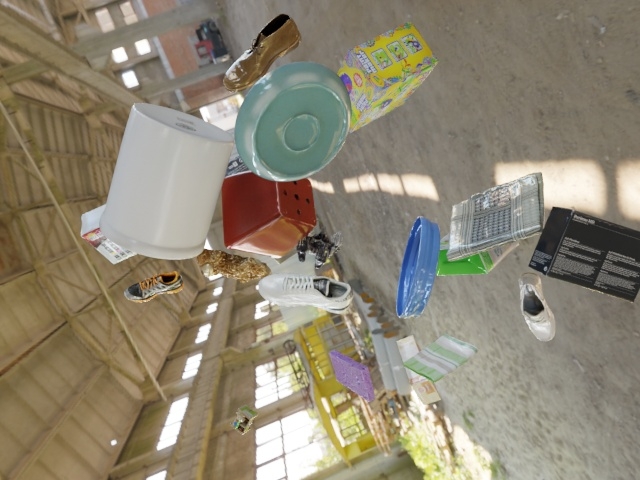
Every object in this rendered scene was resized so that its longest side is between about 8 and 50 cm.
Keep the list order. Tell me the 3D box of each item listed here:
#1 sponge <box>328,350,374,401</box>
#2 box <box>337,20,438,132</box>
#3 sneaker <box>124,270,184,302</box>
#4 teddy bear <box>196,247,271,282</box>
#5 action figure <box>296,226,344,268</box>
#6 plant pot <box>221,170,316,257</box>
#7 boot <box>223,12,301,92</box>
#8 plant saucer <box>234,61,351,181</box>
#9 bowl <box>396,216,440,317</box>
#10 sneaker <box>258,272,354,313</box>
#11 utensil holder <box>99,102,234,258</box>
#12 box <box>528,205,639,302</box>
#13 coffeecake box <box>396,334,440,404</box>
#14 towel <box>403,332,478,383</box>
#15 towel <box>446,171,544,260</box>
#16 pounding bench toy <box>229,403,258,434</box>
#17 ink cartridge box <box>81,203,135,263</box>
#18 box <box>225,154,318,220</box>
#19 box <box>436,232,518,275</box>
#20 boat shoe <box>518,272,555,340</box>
[{"bbox_3d":[0.106,0.464,1.498,0.210,0.031,0.117,6,114,60],"label":"sponge"},{"bbox_3d":[0.211,-0.577,1.559,0.177,0.279,0.290,56,161,2],"label":"box"},{"bbox_3d":[-0.629,0.166,1.637,0.084,0.215,0.083,56,147,30],"label":"sneaker"},{"bbox_3d":[-0.357,0.112,1.756,0.245,0.338,0.113,100,-177,-78],"label":"teddy bear"},{"bbox_3d":[0.000,0.000,1.579,0.275,0.164,0.140,-62,-4,-72],"label":"action figure"},{"bbox_3d":[-0.166,-0.113,1.521,0.267,0.236,0.267,14,-119,-47],"label":"plant pot"},{"bbox_3d":[-0.203,-0.605,1.385,0.112,0.305,0.115,50,-177,13],"label":"boot"},{"bbox_3d":[-0.053,-0.273,1.066,0.043,0.318,0.317,54,167,41],"label":"plant saucer"},{"bbox_3d":[0.368,0.106,1.639,0.391,0.077,0.391,11,-90,-86],"label":"bowl"},{"bbox_3d":[-0.036,0.114,1.051,0.095,0.235,0.090,91,-174,-66],"label":"sneaker"},{"bbox_3d":[-0.469,-0.184,1.344,0.385,0.328,0.327,-66,24,20],"label":"utensil holder"},{"bbox_3d":[0.731,0.034,1.161,0.103,0.261,0.184,-98,25,-77],"label":"box"},{"bbox_3d":[0.340,0.450,1.507,0.142,0.068,0.185,58,-167,-37],"label":"coffeecake box"},{"bbox_3d":[0.290,0.281,1.048,0.113,0.152,0.023,11,121,59],"label":"towel"},{"bbox_3d":[0.575,-0.089,1.436,0.056,0.312,0.324,48,-137,-21],"label":"towel"},{"bbox_3d":[-0.238,0.543,1.295,0.052,0.065,0.083,30,-177,18],"label":"pounding bench toy"},{"bbox_3d":[-0.747,-0.045,1.769,0.271,0.310,0.130,65,180,-51],"label":"ink cartridge box"},{"bbox_3d":[-0.245,-0.169,2.193,0.471,0.297,0.480,54,176,9],"label":"box"},{"bbox_3d":[0.606,0.028,1.744,0.262,0.231,0.126,-11,108,58],"label":"box"},{"bbox_3d":[0.780,0.259,1.578,0.096,0.098,0.277,-38,-72,-52],"label":"boat shoe"}]
